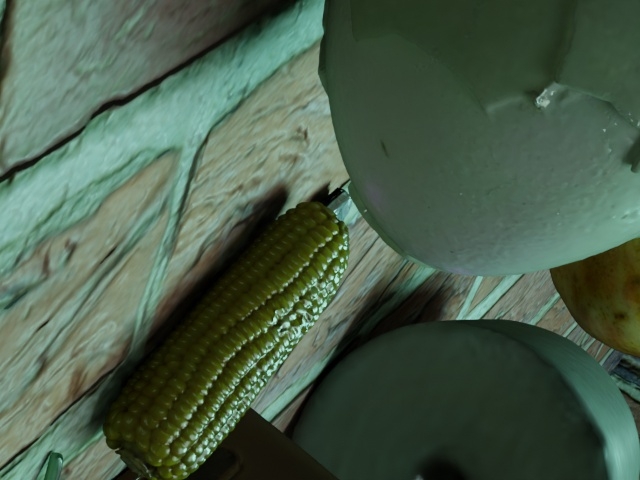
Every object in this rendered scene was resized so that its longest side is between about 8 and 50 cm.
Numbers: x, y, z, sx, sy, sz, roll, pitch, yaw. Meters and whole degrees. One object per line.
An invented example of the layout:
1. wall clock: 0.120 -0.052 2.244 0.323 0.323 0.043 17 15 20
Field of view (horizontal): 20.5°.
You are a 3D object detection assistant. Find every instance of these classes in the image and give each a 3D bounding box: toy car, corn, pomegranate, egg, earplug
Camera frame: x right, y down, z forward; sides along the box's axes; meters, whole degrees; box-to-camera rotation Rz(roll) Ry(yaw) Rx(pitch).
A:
1. toy car: 0.000 0.000 1.342 0.041 0.025 0.093 -41 159 -40
2. corn: -0.057 0.067 1.209 0.231 0.080 0.080 -49 163 -20
3. pomegranate: 0.437 -0.005 2.089 0.338 0.338 0.338 -50 164 -20
4. egg: 0.138 -0.132 0.998 0.336 0.278 0.278 -65 164 2
5. earplug: 0.168 0.233 1.793 0.312 0.313 0.394 -58 165 8

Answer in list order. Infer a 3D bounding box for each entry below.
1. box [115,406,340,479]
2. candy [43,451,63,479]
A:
1. box: -0.082 0.338 1.406 0.239 0.229 0.339 -38 157 -50
2. candy: -0.198 0.225 1.172 0.058 0.062 0.194 -20 132 -60
